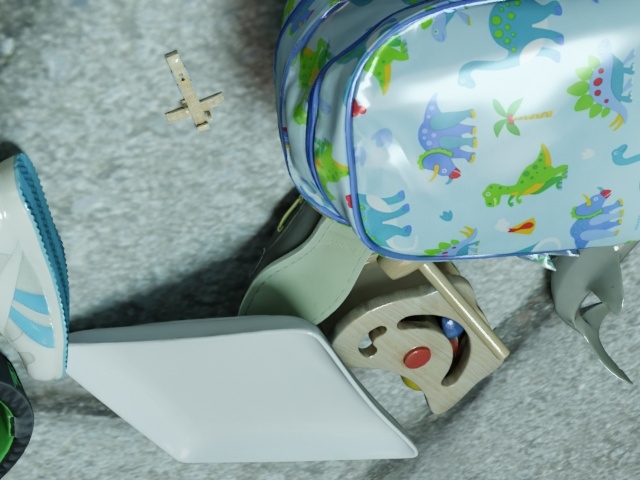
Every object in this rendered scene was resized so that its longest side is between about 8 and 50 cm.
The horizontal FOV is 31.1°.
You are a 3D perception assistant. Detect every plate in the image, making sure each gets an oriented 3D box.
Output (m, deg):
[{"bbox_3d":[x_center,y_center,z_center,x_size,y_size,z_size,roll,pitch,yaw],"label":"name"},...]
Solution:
[{"bbox_3d":[-0.076,0.140,1.089,0.277,0.045,0.278,-5,147,24],"label":"plate"}]

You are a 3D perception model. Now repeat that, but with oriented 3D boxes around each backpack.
[{"bbox_3d":[0.141,-0.122,0.819,0.355,0.273,0.290,4,132,7],"label":"backpack"}]

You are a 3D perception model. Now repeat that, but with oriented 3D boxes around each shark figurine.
[{"bbox_3d":[0.285,0.047,1.170,0.166,0.116,0.278,-8,136,-15],"label":"shark figurine"}]

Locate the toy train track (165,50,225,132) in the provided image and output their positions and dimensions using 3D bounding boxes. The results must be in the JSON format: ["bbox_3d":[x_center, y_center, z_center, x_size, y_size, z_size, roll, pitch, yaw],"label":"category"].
[{"bbox_3d":[-0.101,-0.111,0.889,0.048,0.014,0.083,-22,140,-1],"label":"toy train track"}]

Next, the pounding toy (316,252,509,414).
[{"bbox_3d":[0.086,0.097,1.096,0.154,0.155,0.269,-30,138,4],"label":"pounding toy"}]

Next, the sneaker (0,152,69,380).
[{"bbox_3d":[-0.255,0.029,0.928,0.092,0.087,0.229,-10,132,-4],"label":"sneaker"}]

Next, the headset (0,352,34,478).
[{"bbox_3d":[-0.454,0.187,0.998,0.394,0.185,0.243,-19,147,-28],"label":"headset"}]

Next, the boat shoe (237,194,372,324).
[{"bbox_3d":[0.000,0.000,1.015,0.081,0.069,0.228,25,122,-28],"label":"boat shoe"}]
